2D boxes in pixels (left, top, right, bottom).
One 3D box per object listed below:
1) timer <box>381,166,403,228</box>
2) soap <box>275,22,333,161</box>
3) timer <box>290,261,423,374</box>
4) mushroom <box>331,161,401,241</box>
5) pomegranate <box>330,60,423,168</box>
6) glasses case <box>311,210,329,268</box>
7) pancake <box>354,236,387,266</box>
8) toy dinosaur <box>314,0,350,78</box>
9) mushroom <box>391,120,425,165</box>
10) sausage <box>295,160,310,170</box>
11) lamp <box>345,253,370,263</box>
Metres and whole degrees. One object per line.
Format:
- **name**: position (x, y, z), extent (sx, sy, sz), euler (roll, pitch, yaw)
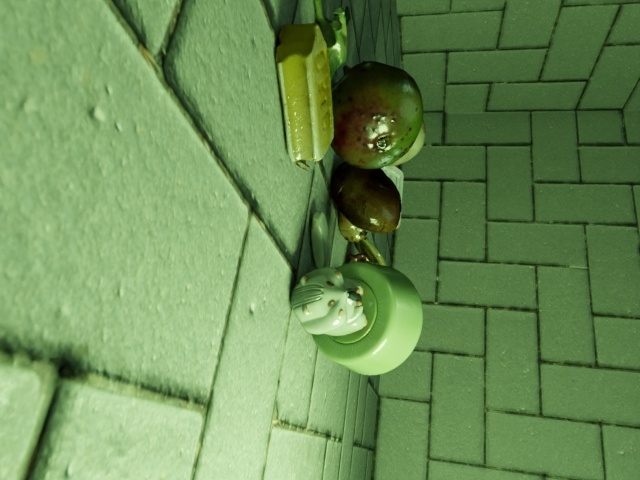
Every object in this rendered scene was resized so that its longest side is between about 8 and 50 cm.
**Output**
- **timer**: position (0.225, -0.196, 1.959), extent (0.250, 0.162, 0.257), euler (32, 62, -65)
- **soap**: position (-0.028, -0.310, 1.001), extent (0.160, 0.080, 0.257), euler (-69, 158, -55)
- **timer**: position (0.054, 0.164, 1.174), extent (0.315, 0.291, 0.290), euler (28, 64, -50)
- **mushroom**: position (0.127, -0.117, 1.504), extent (0.254, 0.267, 0.267), euler (-54, 168, 5)
- **pomegranate**: position (0.147, -0.353, 1.350), extent (0.323, 0.291, 0.290), euler (-82, 169, -60)
- **glasses case**: position (0.000, 0.000, 1.270), extent (0.063, 0.041, 0.164), euler (-71, 159, -54)
- **pancake**: position (0.167, 0.028, 1.759), extent (0.211, 0.029, 0.235), euler (57, -8, -8)
- **toy dinosaur**: position (0.031, -0.482, 1.252), extent (0.301, 0.087, 0.446), euler (58, 39, -79)
- **mushroom**: position (0.198, -0.368, 1.684), extent (0.290, 0.298, 0.297), euler (-42, 149, -16)
- **sausage**: position (-0.041, -0.173, 1.120), extent (0.100, 0.015, 0.015), euler (3, 90, -76)
- **lamp**: position (0.134, 0.166, 1.704), extent (0.223, 0.151, 0.214), euler (28, -60, 60)
